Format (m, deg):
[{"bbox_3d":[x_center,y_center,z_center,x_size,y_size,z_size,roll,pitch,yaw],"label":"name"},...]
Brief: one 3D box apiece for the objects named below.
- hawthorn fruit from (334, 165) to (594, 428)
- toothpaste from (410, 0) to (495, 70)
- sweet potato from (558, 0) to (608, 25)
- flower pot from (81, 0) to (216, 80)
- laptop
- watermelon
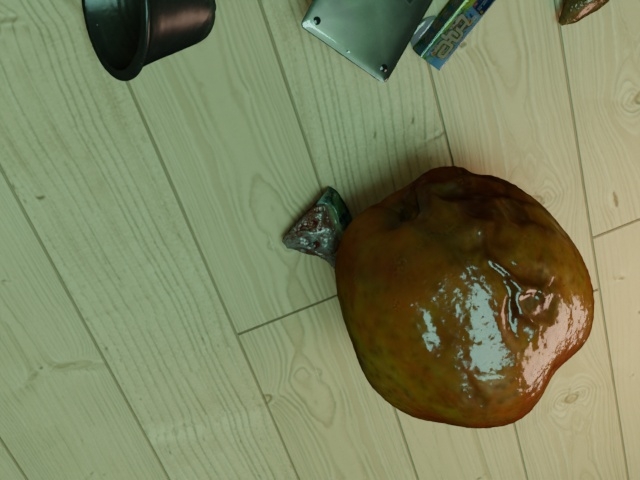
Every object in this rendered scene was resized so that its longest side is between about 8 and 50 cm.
[{"bbox_3d":[0.251,0.092,1.790,0.472,0.472,0.471,-8,122,-12],"label":"hawthorn fruit"},{"bbox_3d":[0.233,-0.391,1.722,0.070,0.044,0.193,30,108,-30],"label":"toothpaste"},{"bbox_3d":[0.497,-0.459,1.756,0.065,0.051,0.218,30,108,-27],"label":"sweet potato"},{"bbox_3d":[-0.250,-0.363,1.511,0.148,0.235,0.235,-13,125,-33],"label":"flower pot"},{"bbox_3d":[0.102,-0.417,1.638,0.188,0.015,0.269,29,90,-28],"label":"laptop"},{"bbox_3d":[0.000,0.000,1.877,0.139,0.071,0.187,-15,124,-3],"label":"watermelon"}]
